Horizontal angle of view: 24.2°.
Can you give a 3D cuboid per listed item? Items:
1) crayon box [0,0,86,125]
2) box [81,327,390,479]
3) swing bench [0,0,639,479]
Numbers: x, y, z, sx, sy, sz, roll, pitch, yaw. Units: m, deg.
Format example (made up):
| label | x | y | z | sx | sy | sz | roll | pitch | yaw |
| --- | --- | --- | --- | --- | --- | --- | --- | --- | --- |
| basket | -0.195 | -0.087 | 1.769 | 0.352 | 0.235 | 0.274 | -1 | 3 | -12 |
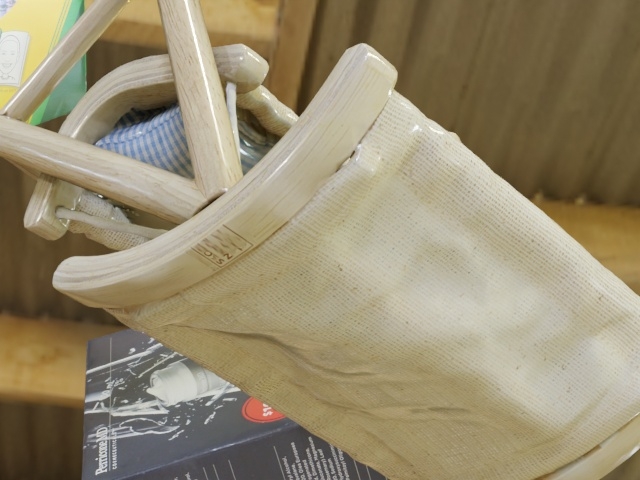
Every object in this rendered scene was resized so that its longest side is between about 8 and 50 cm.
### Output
| label | x | y | z | sx | sy | sz | roll | pitch | yaw |
| --- | --- | --- | --- | --- | --- | --- | --- | --- | --- |
| crayon box | -0.322 | -0.163 | 1.248 | 0.081 | 0.278 | 0.165 | 21 | -59 | 32 |
| box | -0.087 | 0.211 | 1.641 | 0.312 | 0.343 | 0.179 | -18 | -67 | -1 |
| swing bench | 0.000 | 0.000 | 0.701 | 0.165 | 0.254 | 0.253 | -49 | -53 | 5 |
